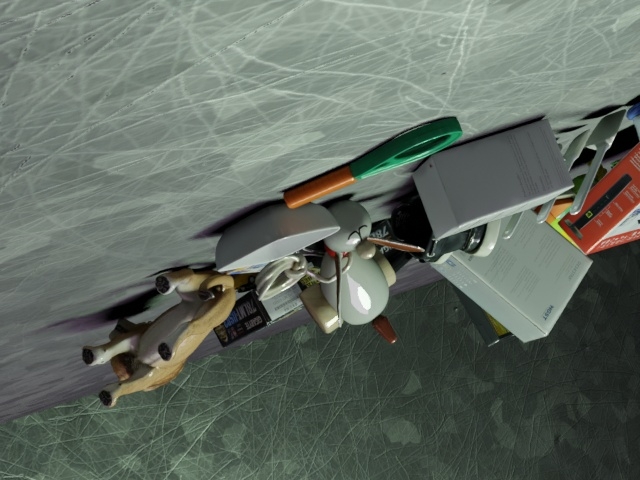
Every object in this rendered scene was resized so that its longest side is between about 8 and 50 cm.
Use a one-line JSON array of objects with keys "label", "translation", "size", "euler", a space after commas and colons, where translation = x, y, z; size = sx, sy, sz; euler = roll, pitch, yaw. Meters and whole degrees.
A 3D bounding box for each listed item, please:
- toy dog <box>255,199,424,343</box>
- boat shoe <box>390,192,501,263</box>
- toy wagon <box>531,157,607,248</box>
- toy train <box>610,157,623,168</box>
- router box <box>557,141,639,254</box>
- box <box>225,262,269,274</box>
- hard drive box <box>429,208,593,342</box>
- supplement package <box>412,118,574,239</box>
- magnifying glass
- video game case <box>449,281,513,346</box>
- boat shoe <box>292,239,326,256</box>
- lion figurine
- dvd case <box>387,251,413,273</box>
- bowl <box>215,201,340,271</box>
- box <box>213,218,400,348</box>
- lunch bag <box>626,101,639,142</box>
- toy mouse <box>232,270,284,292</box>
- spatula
[{"label": "toy dog", "translation": [0.061, 0.069, 1.580], "size": [0.220, 0.161, 0.333], "euler": [-45, 162, 7]}, {"label": "boat shoe", "translation": [0.169, -0.026, 1.626], "size": [0.113, 0.127, 0.340], "euler": [10, -178, -13]}, {"label": "toy wagon", "translation": [0.436, -0.020, 2.030], "size": [0.344, 0.068, 0.267], "euler": [-42, 138, 9]}, {"label": "toy train", "translation": [0.654, -0.171, 2.194], "size": [0.023, 0.017, 0.083], "euler": [-26, 178, -41]}, {"label": "router box", "translation": [0.629, -0.117, 1.916], "size": [0.335, 0.082, 0.301], "euler": [-10, 147, -53]}, {"label": "box", "translation": [-0.089, 0.026, 1.640], "size": [0.081, 0.028, 0.136], "euler": [-24, 170, 22]}, {"label": "hard drive box", "translation": [0.343, 0.040, 1.854], "size": [0.181, 0.232, 0.089], "euler": [-52, -175, -23]}, {"label": "supplement package", "translation": [0.235, -0.083, 1.424], "size": [0.179, 0.105, 0.105], "euler": [-18, 174, -13]}, {"label": "magnifying glass", "translation": [0.062, -0.092, 1.242], "size": [0.231, 0.026, 0.092], "euler": [-25, 171, 16]}, {"label": "video game case", "translation": [0.324, 0.086, 2.174], "size": [0.035, 0.275, 0.248], "euler": [-33, 168, 19]}, {"label": "boat shoe", "translation": [0.000, 0.000, 1.628], "size": [0.125, 0.046, 0.038], "euler": [-2, 166, -42]}, {"label": "lion figurine", "translation": [-0.234, 0.141, 1.670], "size": [0.392, 0.142, 0.240], "euler": [-31, 175, 35]}, {"label": "dvd case", "translation": [0.160, 0.019, 1.900], "size": [0.253, 0.022, 0.180], "euler": [-40, -179, -25]}, {"label": "bowl", "translation": [-0.063, -0.010, 1.369], "size": [0.142, 0.053, 0.142], "euler": [-27, 169, 38]}, {"label": "box", "translation": [-0.032, 0.085, 1.878], "size": [0.293, 0.073, 0.295], "euler": [-25, 176, -25]}, {"label": "lunch bag", "translation": [0.629, -0.213, 1.521], "size": [0.303, 0.115, 0.243], "euler": [-15, 168, -26]}, {"label": "toy mouse", "translation": [-0.153, 0.079, 1.817], "size": [0.161, 0.031, 0.143], "euler": [-18, 171, -15]}, {"label": "spatula", "translation": [0.361, -0.100, 1.531], "size": [0.168, 0.019, 0.242], "euler": [-21, -155, 45]}]
